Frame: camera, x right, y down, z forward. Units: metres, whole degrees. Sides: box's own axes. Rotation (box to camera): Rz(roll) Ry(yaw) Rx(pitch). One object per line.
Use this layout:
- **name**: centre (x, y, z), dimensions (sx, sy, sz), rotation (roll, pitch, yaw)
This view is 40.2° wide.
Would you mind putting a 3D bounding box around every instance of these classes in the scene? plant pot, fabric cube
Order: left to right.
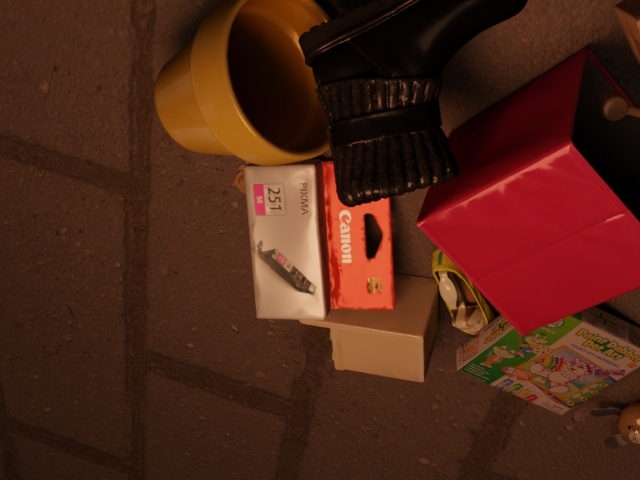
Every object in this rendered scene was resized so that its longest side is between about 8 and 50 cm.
- **plant pot**: centre (-0.120, -0.231, 1.323), dimensions (0.239, 0.254, 0.254), rotation (-7, 127, 45)
- **fabric cube**: centre (0.338, -0.065, 1.257), dimensions (0.259, 0.254, 0.258), rotation (44, 130, -18)

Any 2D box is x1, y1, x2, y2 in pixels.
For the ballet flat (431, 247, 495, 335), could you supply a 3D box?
- **ballet flat**: centre (0.251, 0.110, 1.564), dimensions (0.077, 0.077, 0.231), rotation (-11, 124, 28)

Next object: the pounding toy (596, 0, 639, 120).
- **pounding toy**: centre (0.447, -0.233, 1.140), dimensions (0.206, 0.094, 0.181), rotation (-29, 116, 11)

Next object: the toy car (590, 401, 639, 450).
- **toy car**: centre (0.592, 0.349, 1.600), dimensions (0.188, 0.149, 0.155), rotation (-9, 113, 42)

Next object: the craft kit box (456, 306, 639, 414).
- **craft kit box**: centre (0.414, 0.200, 1.557), dimensions (0.250, 0.061, 0.246), rotation (24, 133, -17)

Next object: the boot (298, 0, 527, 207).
- **boot**: centre (0.154, -0.208, 1.187), dimensions (0.348, 0.131, 0.260), rotation (-20, 82, 20)

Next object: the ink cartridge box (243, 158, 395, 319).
- **ink cartridge box**: centre (0.000, 0.000, 1.495), dimensions (0.239, 0.060, 0.275), rotation (0, 104, 15)

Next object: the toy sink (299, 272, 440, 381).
- **toy sink**: centre (0.092, 0.153, 1.615), dimensions (0.234, 0.153, 0.131), rotation (7, 131, 15)

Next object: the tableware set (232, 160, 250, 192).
- **tableware set**: centre (-0.082, -0.107, 1.552), dimensions (0.169, 0.020, 0.141), rotation (30, 133, -2)
